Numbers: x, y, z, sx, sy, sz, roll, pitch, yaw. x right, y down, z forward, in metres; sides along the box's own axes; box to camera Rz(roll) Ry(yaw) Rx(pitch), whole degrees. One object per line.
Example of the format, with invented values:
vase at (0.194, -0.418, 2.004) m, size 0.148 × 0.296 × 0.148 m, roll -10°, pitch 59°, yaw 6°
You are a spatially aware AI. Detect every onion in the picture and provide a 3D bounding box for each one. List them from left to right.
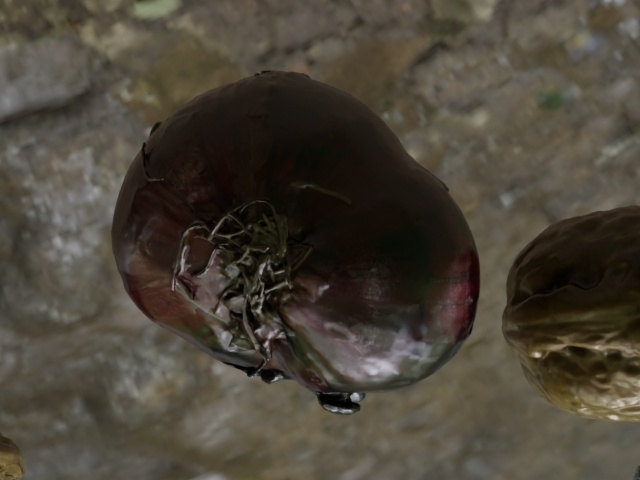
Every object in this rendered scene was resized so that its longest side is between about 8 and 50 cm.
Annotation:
onion at (-0.008, 0.001, 1.125) m, size 0.281 × 0.281 × 0.221 m, roll 10°, pitch 104°, yaw -39°

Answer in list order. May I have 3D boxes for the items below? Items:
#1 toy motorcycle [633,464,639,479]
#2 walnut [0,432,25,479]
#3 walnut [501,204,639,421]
toy motorcycle at (0.246, 0.202, 0.957) m, size 0.135 × 0.092 × 0.254 m, roll 22°, pitch 159°, yaw 0°
walnut at (-0.373, 0.223, 1.462) m, size 0.198 × 0.198 × 0.245 m, roll -22°, pitch 168°, yaw -6°
walnut at (0.216, 0.054, 1.139) m, size 0.184 × 0.155 × 0.155 m, roll -8°, pitch 152°, yaw 26°
